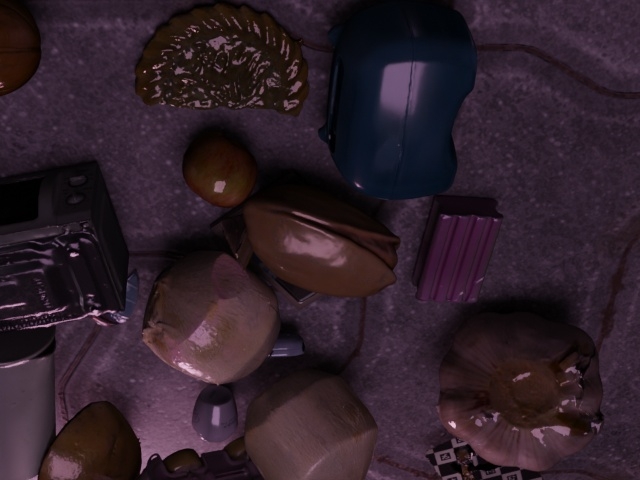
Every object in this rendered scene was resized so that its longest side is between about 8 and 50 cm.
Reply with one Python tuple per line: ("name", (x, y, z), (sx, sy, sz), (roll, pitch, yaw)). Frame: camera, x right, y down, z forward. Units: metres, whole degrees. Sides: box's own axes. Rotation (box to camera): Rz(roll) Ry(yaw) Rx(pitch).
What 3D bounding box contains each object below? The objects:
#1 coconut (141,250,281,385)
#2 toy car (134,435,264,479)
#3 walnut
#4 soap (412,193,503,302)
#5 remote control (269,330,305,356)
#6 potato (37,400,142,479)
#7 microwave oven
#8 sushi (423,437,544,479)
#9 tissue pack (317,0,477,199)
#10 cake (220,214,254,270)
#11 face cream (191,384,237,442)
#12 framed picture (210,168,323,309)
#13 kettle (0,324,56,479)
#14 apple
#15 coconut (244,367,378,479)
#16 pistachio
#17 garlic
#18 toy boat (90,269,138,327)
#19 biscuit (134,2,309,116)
("coconut", (-0.200, 0.127, 1.788), (0.227, 0.227, 0.230), (-38, 120, 21))
("toy car", (-0.214, 0.549, 2.055), (0.336, 0.242, 0.226), (-4, 142, -45))
("walnut", (-0.499, -0.280, 1.461), (0.207, 0.167, 0.167), (1, 128, -5))
("soap", (0.242, 0.018, 1.856), (0.122, 0.065, 0.203), (4, 128, -11))
("remote control", (-0.151, 0.198, 1.941), (0.244, 0.087, 0.047), (-1, 89, -7))
("potato", (-0.433, 0.454, 1.999), (0.116, 0.239, 0.299), (31, 140, 24))
("microwave oven", (-0.483, 0.025, 1.692), (0.295, 0.181, 0.237), (-10, 128, 0))
("sushi", (0.353, 0.487, 2.263), (0.192, 0.043, 0.279), (-28, 127, 14))
("tissue pack", (0.109, -0.209, 1.570), (0.206, 0.198, 0.287), (-2, 131, -8))
("cake", (-0.140, 0.008, 1.739), (0.065, 0.121, 0.052), (-9, 123, 12))
("face cream", (-0.207, 0.341, 2.042), (0.091, 0.091, 0.095), (2, 121, -9))
("framed picture", (-0.043, 0.003, 1.837), (0.189, 0.023, 0.260), (-32, 125, 19))
("kettle", (-0.597, 0.251, 1.874), (0.205, 0.265, 0.318), (-22, 139, -36))
("apple", (-0.158, -0.113, 1.660), (0.126, 0.126, 0.102), (33, 100, -29))
("coconut", (-0.014, 0.387, 1.982), (0.245, 0.247, 0.245), (-30, 162, -11))
("pistachio", (0.000, 0.000, 1.715), (0.293, 0.162, 0.181), (26, 158, -21))
("garlic", (0.376, 0.282, 1.956), (0.322, 0.322, 0.241), (-22, 147, 10))
("toy boat", (-0.361, 0.107, 1.869), (0.122, 0.034, 0.096), (-35, 130, 18))
("biscuit", (-0.147, -0.275, 1.587), (0.273, 0.036, 0.187), (1, 128, -9))
